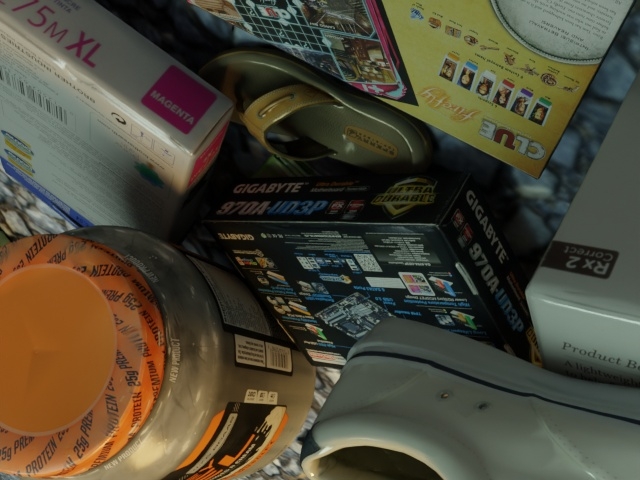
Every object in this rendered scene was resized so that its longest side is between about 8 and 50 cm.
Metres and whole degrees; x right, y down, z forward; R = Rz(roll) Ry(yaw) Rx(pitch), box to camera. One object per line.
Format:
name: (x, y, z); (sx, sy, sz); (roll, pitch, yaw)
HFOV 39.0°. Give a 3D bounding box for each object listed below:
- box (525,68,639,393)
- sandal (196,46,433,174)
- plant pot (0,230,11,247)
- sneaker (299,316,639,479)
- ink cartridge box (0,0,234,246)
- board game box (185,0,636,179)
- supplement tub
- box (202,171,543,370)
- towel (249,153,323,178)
box: (0.214, 0.015, 0.405); (0.181, 0.182, 0.119); (12, 142, 33)
sandal: (-0.013, -0.079, 0.611); (0.180, 0.049, 0.072); (24, 146, 16)
plant pot: (-0.476, 0.065, 1.075); (0.293, 0.196, 0.293); (24, 145, 18)
sneaker: (0.107, 0.111, 0.371); (0.258, 0.091, 0.094); (12, 141, 36)
ink cartridge box: (-0.179, -0.077, 0.727); (0.186, 0.065, 0.311); (36, 155, 0)
board game box: (0.040, -0.149, 0.481); (0.243, 0.042, 0.165); (29, 147, 10)
supplement tub: (-0.134, 0.098, 0.704); (0.193, 0.194, 0.316); (22, 176, 20)
box: (0.041, 0.031, 0.653); (0.220, 0.051, 0.175); (1, 137, 43)
towel: (0.000, 0.000, 0.724); (0.152, 0.023, 0.113); (40, 146, -7)
